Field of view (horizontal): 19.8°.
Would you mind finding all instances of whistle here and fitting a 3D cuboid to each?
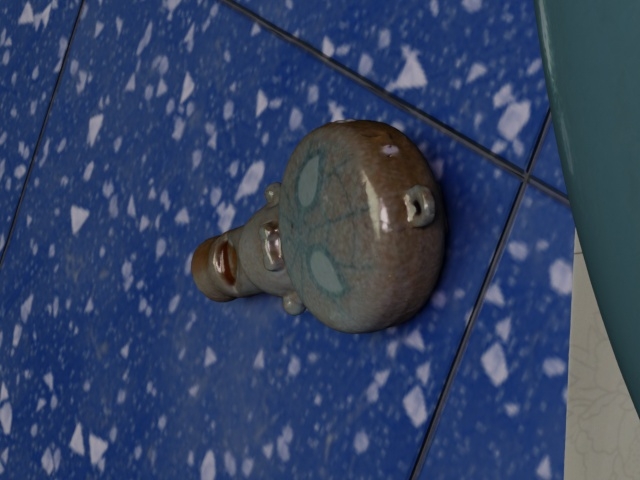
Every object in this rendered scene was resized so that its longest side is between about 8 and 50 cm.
[{"bbox_3d":[0.000,0.000,0.951,0.220,0.057,0.107,-19,80,56],"label":"whistle"}]

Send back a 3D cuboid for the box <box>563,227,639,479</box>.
[{"bbox_3d":[0.147,0.038,0.752,0.109,0.029,0.198,-11,72,54],"label":"box"}]

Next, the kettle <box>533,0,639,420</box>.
[{"bbox_3d":[0.195,-0.027,0.504,0.319,0.247,0.342,162,106,-76],"label":"kettle"}]
